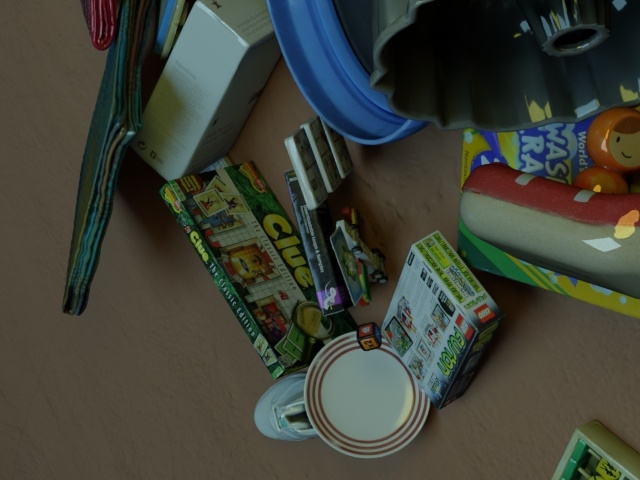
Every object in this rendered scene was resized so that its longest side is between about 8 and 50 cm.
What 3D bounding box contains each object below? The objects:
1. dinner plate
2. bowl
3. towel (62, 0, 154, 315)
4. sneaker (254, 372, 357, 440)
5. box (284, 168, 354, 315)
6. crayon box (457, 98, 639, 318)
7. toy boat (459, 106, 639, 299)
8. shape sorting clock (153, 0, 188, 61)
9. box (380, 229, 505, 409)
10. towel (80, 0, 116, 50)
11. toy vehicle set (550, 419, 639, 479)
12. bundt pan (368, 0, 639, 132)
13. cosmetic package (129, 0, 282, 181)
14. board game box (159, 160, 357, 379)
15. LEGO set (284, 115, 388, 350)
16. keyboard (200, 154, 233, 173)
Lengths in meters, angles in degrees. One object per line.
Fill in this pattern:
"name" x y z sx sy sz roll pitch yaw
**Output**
"dinner plate" 0.051 0.170 1.671 0.017 0.141 0.141 110 136 -80
"bowl" 0.051 -0.291 1.475 0.391 0.077 0.391 38 134 54
"towel" -0.252 -0.116 1.802 0.370 0.040 0.271 115 162 -49
"sneaker" -0.023 0.200 1.767 0.212 0.094 0.080 -17 91 47
"box" 0.000 0.000 1.669 0.029 0.116 0.162 -16 89 7
"crayon box" 0.276 -0.044 1.396 0.323 0.083 0.203 17 114 41
"toy boat" 0.243 -0.042 1.292 0.231 0.151 0.151 19 87 41
"shape sorting clock" -0.151 -0.302 1.705 0.206 0.040 0.206 -169 90 -77
"box" 0.122 0.087 1.567 0.114 0.036 0.207 53 158 19
"towel" -0.267 -0.349 1.792 0.275 0.031 0.199 -120 31 -66
"toy vehicle set" 0.285 0.335 1.540 0.166 0.035 0.267 39 127 31
"bundt pan" 0.189 -0.210 1.194 0.331 0.331 0.124 -33 59 46
"cosmetic package" -0.120 -0.182 1.716 0.085 0.117 0.231 41 133 8
"board game box" -0.066 0.029 1.727 0.030 0.136 0.260 -46 70 40
"LEGO set" 0.014 -0.008 1.593 0.060 0.182 0.244 -17 101 17
"keyboard" -0.081 -0.002 1.820 0.256 0.014 0.072 57 134 16
